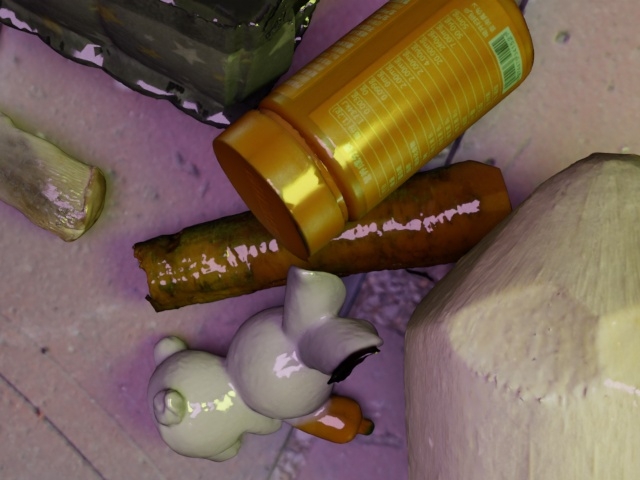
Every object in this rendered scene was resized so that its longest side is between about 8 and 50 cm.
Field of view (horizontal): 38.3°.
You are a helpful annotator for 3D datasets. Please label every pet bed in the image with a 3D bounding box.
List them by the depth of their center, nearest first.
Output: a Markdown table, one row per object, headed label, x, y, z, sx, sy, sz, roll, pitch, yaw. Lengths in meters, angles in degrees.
| label | x | y | z | sx | sy | sz | roll | pitch | yaw |
| --- | --- | --- | --- | --- | --- | --- | --- | --- | --- |
| pet bed | -0.095 | -0.187 | 0.584 | 0.211 | 0.159 | 0.183 | 25 | 73 | 1 |

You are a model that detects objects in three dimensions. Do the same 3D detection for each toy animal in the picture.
| label | x | y | z | sx | sy | sz | roll | pitch | yaw |
| --- | --- | --- | --- | --- | --- | --- | --- | --- | --- |
| toy animal | -0.024 | 0.093 | 0.617 | 0.182 | 0.127 | 0.131 | -30 | 86 | 19 |

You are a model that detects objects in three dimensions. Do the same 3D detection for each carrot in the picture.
| label | x | y | z | sx | sy | sz | roll | pitch | yaw |
| --- | --- | --- | --- | --- | --- | --- | --- | --- | --- |
| carrot | 0.000 | 0.000 | 0.627 | 0.260 | 0.070 | 0.070 | -11 | 95 | 7 |

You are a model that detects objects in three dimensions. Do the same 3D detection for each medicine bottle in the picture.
| label | x | y | z | sx | sy | sz | roll | pitch | yaw |
| --- | --- | --- | --- | --- | --- | --- | --- | --- | --- |
| medicine bottle | 0.035 | -0.083 | 0.574 | 0.192 | 0.096 | 0.096 | -41 | 91 | -13 |

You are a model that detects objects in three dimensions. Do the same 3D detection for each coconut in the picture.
| label | x | y | z | sx | sy | sz | roll | pitch | yaw |
| --- | --- | --- | --- | --- | --- | --- | --- | --- | --- |
| coconut | 0.167 | 0.082 | 0.537 | 0.237 | 0.237 | 0.265 | 4 | 100 | 5 |

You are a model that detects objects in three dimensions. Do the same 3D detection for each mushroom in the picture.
| label | x | y | z | sx | sy | sz | roll | pitch | yaw |
| --- | --- | --- | --- | --- | --- | --- | --- | --- | --- |
| mushroom | -0.238 | -0.071 | 0.657 | 0.202 | 0.054 | 0.059 | 33 | 92 | 7 |
